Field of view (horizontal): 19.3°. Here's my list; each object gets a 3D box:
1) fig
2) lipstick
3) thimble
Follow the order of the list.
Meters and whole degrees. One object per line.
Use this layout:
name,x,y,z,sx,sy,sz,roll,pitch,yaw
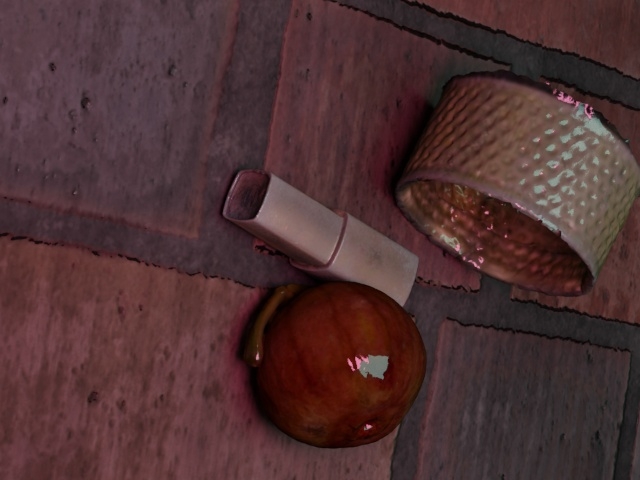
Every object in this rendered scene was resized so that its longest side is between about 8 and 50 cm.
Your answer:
fig,0.015,0.127,2.070,0.205,0.205,0.205,-5,97,-45
lipstick,0.000,0.000,2.103,0.253,0.079,0.077,30,74,-41
thimble,0.229,-0.064,2.198,0.271,0.270,0.150,43,67,-39
